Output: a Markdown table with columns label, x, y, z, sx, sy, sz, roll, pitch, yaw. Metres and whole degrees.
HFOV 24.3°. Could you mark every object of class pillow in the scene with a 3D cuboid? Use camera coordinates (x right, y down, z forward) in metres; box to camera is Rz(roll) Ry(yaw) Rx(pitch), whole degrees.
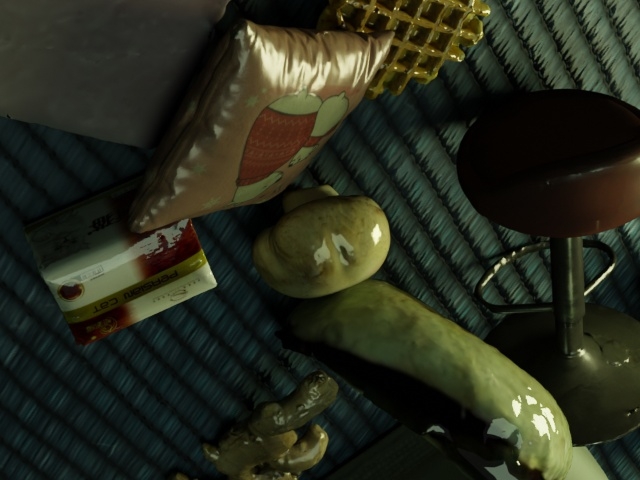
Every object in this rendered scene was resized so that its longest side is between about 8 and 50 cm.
| label | x | y | z | sx | sy | sz | roll | pitch | yaw |
| --- | --- | --- | --- | --- | --- | --- | --- | --- | --- |
| pillow | -0.054 | -0.107 | 1.335 | 0.236 | 0.084 | 0.223 | -15 | 145 | -55 |

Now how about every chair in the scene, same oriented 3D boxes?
| label | x | y | z | sx | sy | sz | roll | pitch | yaw |
| --- | --- | --- | --- | --- | --- | --- | --- | --- | --- |
| chair | 0.260 | 0.007 | 1.558 | 0.227 | 0.226 | 0.401 | -20 | 133 | -11 |

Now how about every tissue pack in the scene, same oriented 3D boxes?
| label | x | y | z | sx | sy | sz | roll | pitch | yaw |
| --- | --- | --- | --- | --- | --- | --- | --- | --- | --- |
| tissue pack | -0.191 | 0.016 | 1.426 | 0.149 | 0.099 | 0.106 | -25 | 133 | -6 |

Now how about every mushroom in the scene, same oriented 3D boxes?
| label | x | y | z | sx | sy | sz | roll | pitch | yaw |
| --- | --- | --- | --- | --- | --- | --- | --- | --- | --- |
| mushroom | 0.000 | 0.000 | 1.501 | 0.148 | 0.148 | 0.112 | -13 | 92 | -17 |
| mushroom | 0.120 | 0.143 | 1.545 | 0.130 | 0.344 | 0.247 | -57 | 154 | 4 |

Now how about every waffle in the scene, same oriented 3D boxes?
| label | x | y | z | sx | sy | sz | roll | pitch | yaw |
| --- | --- | --- | --- | --- | --- | --- | --- | --- | --- |
| waffle | 0.078 | -0.217 | 1.413 | 0.191 | 0.038 | 0.191 | -14 | 131 | -17 |

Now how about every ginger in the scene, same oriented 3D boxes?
| label | x | y | z | sx | sy | sz | roll | pitch | yaw |
| --- | --- | --- | --- | --- | --- | --- | --- | --- | --- |
| ginger | -0.051 | 0.230 | 1.690 | 0.149 | 0.065 | 0.258 | 16 | 129 | -40 |

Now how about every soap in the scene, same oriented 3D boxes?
| label | x | y | z | sx | sy | sz | roll | pitch | yaw |
| --- | --- | --- | --- | --- | --- | --- | --- | --- | --- |
| soap | -0.207 | -0.237 | 1.206 | 0.285 | 0.107 | 0.296 | 13 | 119 | -35 |

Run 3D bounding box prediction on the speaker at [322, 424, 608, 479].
| label | x | y | z | sx | sy | sz | roll | pitch | yaw |
| --- | --- | --- | --- | --- | --- | --- | --- | --- | --- |
| speaker | 0.134 | 0.338 | 1.806 | 0.406 | 0.183 | 0.184 | -36 | 128 | 4 |
